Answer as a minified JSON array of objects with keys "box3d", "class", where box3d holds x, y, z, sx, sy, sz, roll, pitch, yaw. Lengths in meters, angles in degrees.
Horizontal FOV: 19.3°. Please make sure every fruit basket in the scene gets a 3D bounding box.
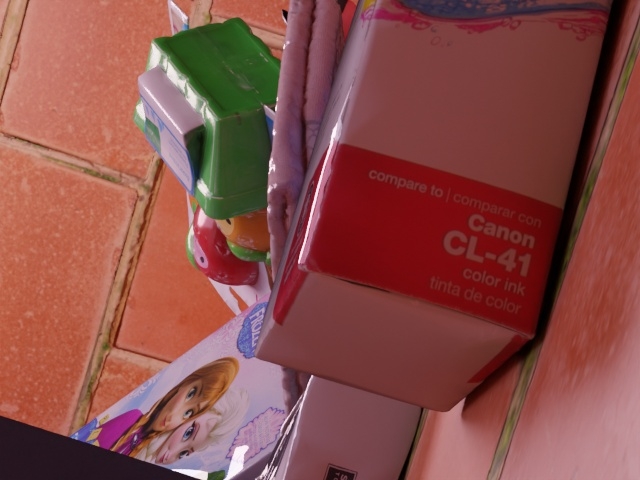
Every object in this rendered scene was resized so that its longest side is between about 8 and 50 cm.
[{"box3d":[-0.100,-0.043,2.044,0.327,0.165,0.353,51,145,46],"class":"fruit basket"}]

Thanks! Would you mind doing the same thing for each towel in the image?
[{"box3d":[0.000,0.000,1.559,0.317,0.053,0.331,-85,-6,-54],"class":"towel"}]

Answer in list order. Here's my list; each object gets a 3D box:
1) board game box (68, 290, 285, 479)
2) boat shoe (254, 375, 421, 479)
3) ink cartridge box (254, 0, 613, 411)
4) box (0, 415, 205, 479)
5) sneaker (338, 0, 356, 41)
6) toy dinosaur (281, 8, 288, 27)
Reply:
[{"box3d":[-0.129,0.213,1.832,0.318,0.066,0.318,-36,22,11],"class":"board game box"},{"box3d":[-0.015,0.210,1.302,0.102,0.108,0.301,125,164,-81],"class":"boat shoe"},{"box3d":[0.071,-0.079,1.046,0.226,0.131,0.306,114,174,-74],"class":"ink cartridge box"},{"box3d":[-0.195,0.350,1.576,0.179,0.343,0.312,-75,2,-57],"class":"box"},{"box3d":[0.029,-0.134,2.132,0.116,0.136,0.313,-68,-10,-55],"class":"sneaker"},{"box3d":[0.058,-0.114,1.842,0.322,0.164,0.218,-123,27,-49],"class":"toy dinosaur"}]
